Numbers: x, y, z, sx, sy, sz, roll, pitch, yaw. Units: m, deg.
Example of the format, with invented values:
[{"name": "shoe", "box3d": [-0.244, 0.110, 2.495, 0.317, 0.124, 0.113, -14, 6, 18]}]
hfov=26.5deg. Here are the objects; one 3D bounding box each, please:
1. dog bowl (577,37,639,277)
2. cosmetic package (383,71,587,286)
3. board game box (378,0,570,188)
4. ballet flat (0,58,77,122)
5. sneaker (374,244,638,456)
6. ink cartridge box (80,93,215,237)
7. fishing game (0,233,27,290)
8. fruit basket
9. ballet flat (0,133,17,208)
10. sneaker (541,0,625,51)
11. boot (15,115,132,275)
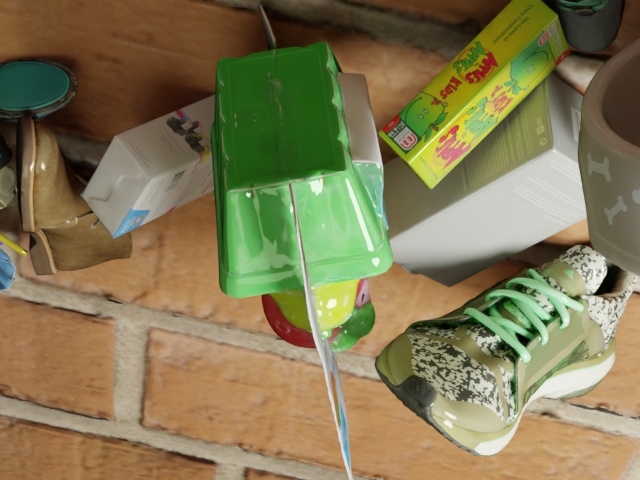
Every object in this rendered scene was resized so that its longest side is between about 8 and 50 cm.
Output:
[{"name": "dog bowl", "box3d": [0.373, -0.093, 1.109, 0.348, 0.349, 0.102, -6, 122, 19]}, {"name": "cosmetic package", "box3d": [0.169, -0.054, 1.346, 0.238, 0.107, 0.127, -26, 142, 37]}, {"name": "board game box", "box3d": [0.141, -0.134, 1.225, 0.181, 0.043, 0.092, -45, 159, 3]}, {"name": "ballet flat", "box3d": [-0.331, -0.148, 1.416, 0.188, 0.070, 0.070, 0, 137, 16]}, {"name": "sneaker", "box3d": [0.202, 0.076, 1.358, 0.158, 0.410, 0.182, 39, 119, 21]}, {"name": "ink cartridge box", "box3d": [-0.145, -0.083, 1.391, 0.061, 0.181, 0.104, 51, 135, 10]}, {"name": "fishing game", "box3d": [-0.442, 0.014, 1.574, 0.189, 0.041, 0.264, 39, 150, -28]}, {"name": "fruit basket", "box3d": [0.000, 0.000, 1.305, 0.165, 0.327, 0.353, -14, 134, 6]}, {"name": "ballet flat", "box3d": [-0.358, -0.067, 1.450, 0.074, 0.074, 0.203, 21, 160, -9]}, {"name": "sneaker", "box3d": [0.208, -0.233, 1.160, 0.083, 0.098, 0.224, -8, 134, 21]}, {"name": "boot", "box3d": [-0.262, -0.048, 1.445, 0.115, 0.112, 0.305, -1, 159, -3]}]
